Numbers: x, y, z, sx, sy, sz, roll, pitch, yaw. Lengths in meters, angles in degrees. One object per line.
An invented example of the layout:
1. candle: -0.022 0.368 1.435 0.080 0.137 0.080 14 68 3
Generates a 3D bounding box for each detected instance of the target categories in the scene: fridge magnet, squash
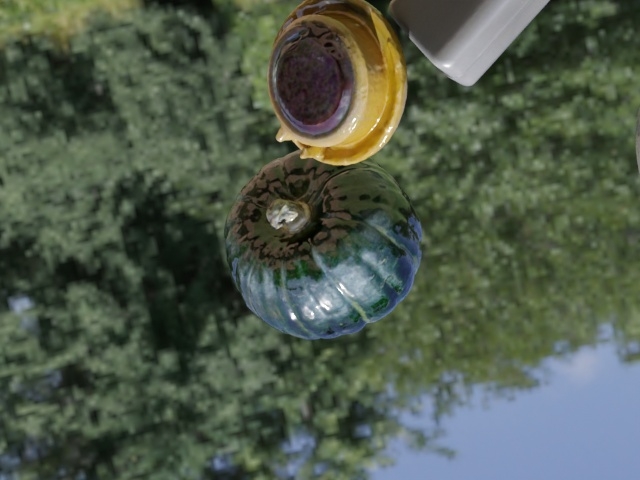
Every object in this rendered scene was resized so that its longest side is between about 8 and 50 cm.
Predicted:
1. fridge magnet: 0.009 -0.132 1.204 0.143 0.143 0.063 -5 -174 42
2. squash: 0.002 0.001 1.542 0.218 0.172 0.218 -9 -140 7

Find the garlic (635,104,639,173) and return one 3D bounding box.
1. garlic: 0.391 -0.125 1.142 0.231 0.246 0.340 -9 146 -51

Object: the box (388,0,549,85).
1. box: 0.163 -0.243 1.165 0.243 0.103 0.055 -48 138 16
